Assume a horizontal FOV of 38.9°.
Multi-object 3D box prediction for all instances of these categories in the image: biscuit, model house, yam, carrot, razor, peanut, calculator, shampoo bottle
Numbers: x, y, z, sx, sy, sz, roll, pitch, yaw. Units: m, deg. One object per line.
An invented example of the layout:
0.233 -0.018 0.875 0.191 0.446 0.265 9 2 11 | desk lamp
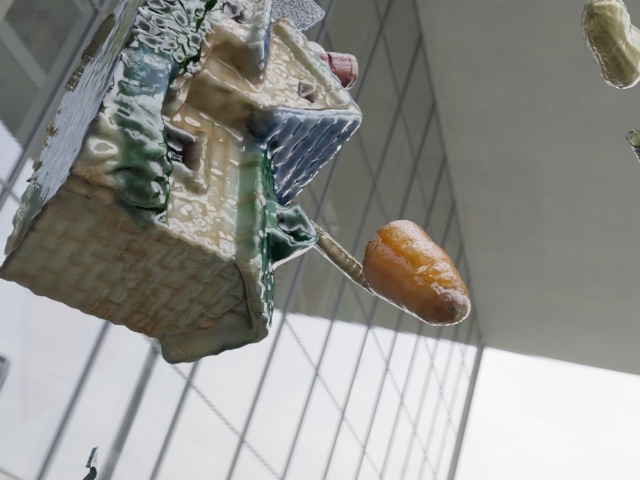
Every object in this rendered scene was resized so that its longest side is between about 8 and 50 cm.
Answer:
0.000 0.000 1.915 0.217 0.044 0.325 39 1 -34 | biscuit
-0.149 -0.100 1.217 0.400 0.445 0.395 30 -51 -24 | model house
0.470 -0.115 1.301 0.027 0.033 0.129 -33 -40 13 | yam
0.190 0.079 1.680 0.159 0.159 0.225 39 3 -36 | carrot
-0.439 0.451 1.588 0.033 0.190 0.066 35 12 -12 | razor
0.540 -0.368 1.661 0.098 0.090 0.214 -31 -47 15 | peanut
-0.119 -0.479 1.698 0.261 0.161 0.021 44 -44 3 | calculator
-0.063 -0.284 1.467 0.260 0.102 0.064 1 -33 -30 | shampoo bottle
